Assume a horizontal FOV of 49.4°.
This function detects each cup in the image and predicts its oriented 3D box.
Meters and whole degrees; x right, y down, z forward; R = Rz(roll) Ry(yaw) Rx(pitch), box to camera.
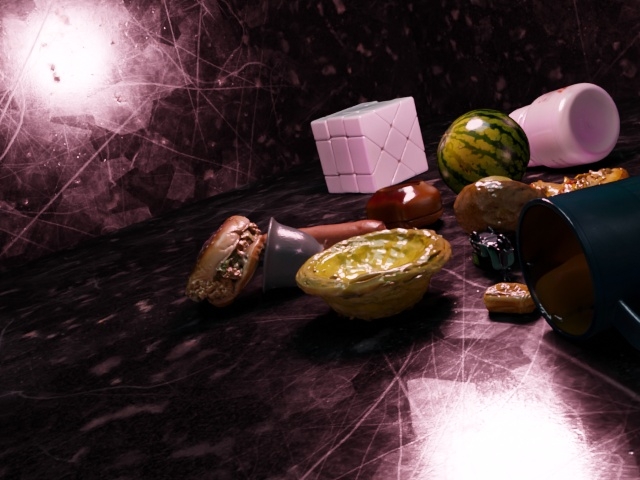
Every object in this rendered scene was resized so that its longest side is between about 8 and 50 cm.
[{"bbox_3d":[0.525,0.017,1.139,0.291,0.242,0.308,-15,11,-10],"label":"cup"},{"bbox_3d":[-0.067,0.047,1.806,0.149,0.199,0.199,6,15,-1],"label":"cup"}]

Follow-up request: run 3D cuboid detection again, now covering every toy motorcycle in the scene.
[{"bbox_3d":[0.383,0.025,1.541,0.058,0.100,0.173,-18,12,-9],"label":"toy motorcycle"}]

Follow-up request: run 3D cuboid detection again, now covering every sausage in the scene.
[{"bbox_3d":[0.000,0.000,2.039,0.418,0.094,0.094,-6,46,29],"label":"sausage"}]

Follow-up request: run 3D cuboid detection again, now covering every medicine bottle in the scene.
[{"bbox_3d":[0.786,-0.366,2.306,0.256,0.256,0.324,-20,6,-22],"label":"medicine bottle"}]

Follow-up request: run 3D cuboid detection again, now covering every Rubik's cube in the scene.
[{"bbox_3d":[0.201,-0.386,2.847,0.321,0.319,0.315,-26,19,-35],"label":"Rubik's cube"}]

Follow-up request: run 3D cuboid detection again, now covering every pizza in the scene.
[{"bbox_3d":[0.728,-0.153,1.930,0.251,0.074,0.287,-18,16,-24],"label":"pizza"}]

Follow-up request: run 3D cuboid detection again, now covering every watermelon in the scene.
[{"bbox_3d":[0.497,-0.257,2.135,0.284,0.285,0.285,-14,14,4],"label":"watermelon"}]

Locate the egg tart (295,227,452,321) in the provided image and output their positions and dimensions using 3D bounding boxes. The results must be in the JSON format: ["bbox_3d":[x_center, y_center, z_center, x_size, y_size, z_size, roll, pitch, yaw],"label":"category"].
[{"bbox_3d":[0.125,0.079,1.518,0.345,0.133,0.345,-15,14,4],"label":"egg tart"}]

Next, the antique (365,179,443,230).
[{"bbox_3d":[0.246,-0.101,2.075,0.223,0.129,0.278,-16,9,-5],"label":"antique"}]

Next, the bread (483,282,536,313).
[{"bbox_3d":[0.368,0.111,1.335,0.110,0.044,0.083,0,17,41],"label":"bread"}]

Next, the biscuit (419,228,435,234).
[{"bbox_3d":[0.265,-0.009,1.950,0.120,0.015,0.120,-14,14,3],"label":"biscuit"}]

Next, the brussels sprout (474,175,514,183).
[{"bbox_3d":[0.470,-0.102,1.890,0.183,0.131,0.146,-9,37,20],"label":"brussels sprout"}]

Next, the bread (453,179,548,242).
[{"bbox_3d":[0.431,-0.061,1.663,0.229,0.123,0.230,10,-13,2],"label":"bread"}]

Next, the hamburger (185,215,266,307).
[{"bbox_3d":[-0.252,0.065,1.816,0.243,0.146,0.286,-48,14,49],"label":"hamburger"}]
